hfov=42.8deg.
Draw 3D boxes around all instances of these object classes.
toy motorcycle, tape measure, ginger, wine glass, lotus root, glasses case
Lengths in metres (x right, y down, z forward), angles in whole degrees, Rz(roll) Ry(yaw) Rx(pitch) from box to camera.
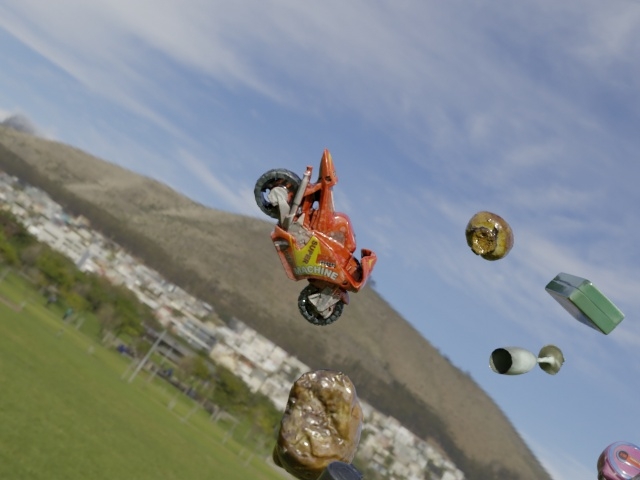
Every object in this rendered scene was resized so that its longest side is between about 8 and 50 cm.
[{"bbox_3d":[-0.002,0.001,1.417,0.089,0.171,0.298,-62,133,-70],"label":"toy motorcycle"},{"bbox_3d":[0.670,0.509,1.800,0.118,0.125,0.074,30,-43,14],"label":"tape measure"},{"bbox_3d":[0.001,0.468,2.027,0.200,0.269,0.223,16,-22,4],"label":"ginger"},{"bbox_3d":[0.410,0.236,1.624,0.198,0.066,0.066,8,9,-45],"label":"wine glass"},{"bbox_3d":[0.361,-0.017,1.741,0.108,0.094,0.190,63,17,-3],"label":"lotus root"},{"bbox_3d":[0.387,0.090,1.210,0.078,0.039,0.184,45,4,2],"label":"glasses case"}]

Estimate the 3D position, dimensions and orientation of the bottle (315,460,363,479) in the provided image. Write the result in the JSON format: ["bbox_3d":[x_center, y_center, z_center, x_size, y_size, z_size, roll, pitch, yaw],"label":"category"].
[{"bbox_3d":[-0.013,0.446,1.285,0.072,0.244,0.082,43,29,26],"label":"bottle"}]
